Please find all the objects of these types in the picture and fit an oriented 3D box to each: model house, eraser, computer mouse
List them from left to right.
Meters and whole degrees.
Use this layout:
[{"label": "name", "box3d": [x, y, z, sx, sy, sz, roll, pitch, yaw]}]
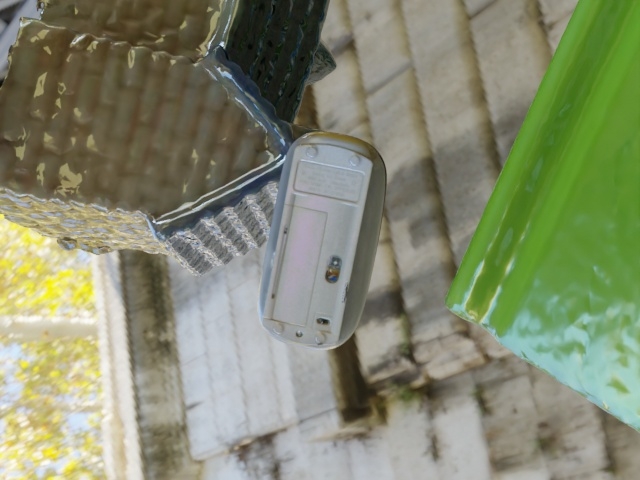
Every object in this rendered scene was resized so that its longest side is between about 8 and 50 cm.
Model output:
[{"label": "model house", "box3d": [-0.146, -0.181, 1.421, 0.400, 0.395, 0.445, 10, -101, 7]}, {"label": "computer mouse", "box3d": [0.000, 0.000, 1.020, 0.102, 0.045, 0.199, 11, -85, 9]}, {"label": "eraser", "box3d": [0.219, -0.031, 0.691, 0.210, 0.274, 0.092, 32, -156, 30]}]
